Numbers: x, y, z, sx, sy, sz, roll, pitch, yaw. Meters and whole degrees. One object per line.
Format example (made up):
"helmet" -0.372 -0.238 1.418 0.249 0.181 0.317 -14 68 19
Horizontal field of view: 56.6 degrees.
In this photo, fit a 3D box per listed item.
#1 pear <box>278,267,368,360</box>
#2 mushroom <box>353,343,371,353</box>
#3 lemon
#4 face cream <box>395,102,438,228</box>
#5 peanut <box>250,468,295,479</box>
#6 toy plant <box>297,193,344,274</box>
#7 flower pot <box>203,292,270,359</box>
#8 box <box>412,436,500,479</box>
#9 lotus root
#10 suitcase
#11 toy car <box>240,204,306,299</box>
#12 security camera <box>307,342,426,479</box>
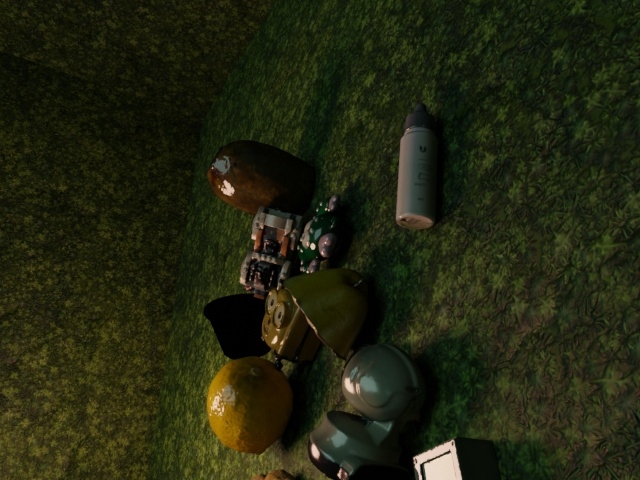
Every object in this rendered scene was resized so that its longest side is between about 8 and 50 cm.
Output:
"pear" 0.043 0.152 1.496 0.178 0.267 0.267 -38 29 -1
"mushroom" 0.120 0.270 1.402 0.187 0.061 0.060 174 104 -76
"lemon" -0.203 0.474 1.707 0.245 0.245 0.319 -107 24 -50
"face cream" 0.227 -0.183 1.385 0.092 0.092 0.311 -30 50 57
"peanut" -0.130 0.686 1.612 0.263 0.101 0.117 -40 16 54
"toy plant" 0.001 -0.005 1.725 0.232 0.113 0.243 -89 23 -51
"flower pot" -0.246 0.289 1.954 0.269 0.269 0.166 -148 56 -64
"box" 0.236 0.461 0.992 0.129 0.086 0.225 -48 36 44
"lotus root" -0.209 -0.208 2.030 0.250 0.346 0.250 -55 23 37
"suitcase" -0.081 0.235 1.718 0.234 0.143 0.194 -67 25 14
"toy car" -0.151 0.043 1.921 0.118 0.193 0.301 24 -98 -74
"security camera" 0.106 0.349 1.221 0.191 0.197 0.277 25 92 55
